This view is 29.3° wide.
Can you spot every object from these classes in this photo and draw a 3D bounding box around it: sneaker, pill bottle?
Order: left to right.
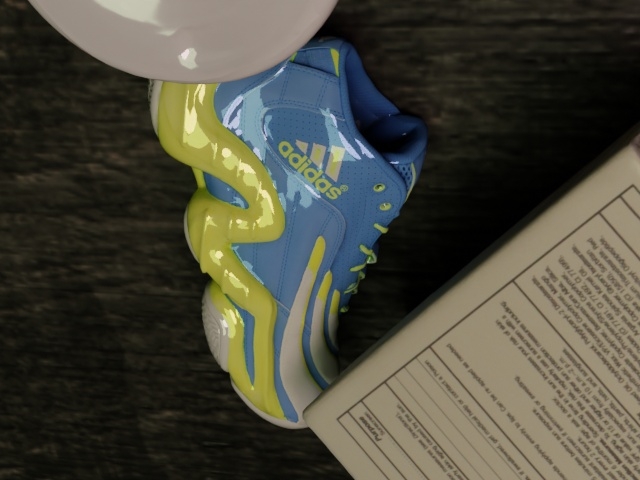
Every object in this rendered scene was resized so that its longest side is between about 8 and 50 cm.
[{"bbox_3d":[-0.024,-0.155,0.438,0.119,0.208,0.119,9,129,11],"label":"pill bottle"},{"bbox_3d":[0.000,0.000,0.628,0.126,0.091,0.240,-5,124,20],"label":"sneaker"}]

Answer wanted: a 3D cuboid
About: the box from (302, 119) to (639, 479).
[{"bbox_3d":[0.131,0.057,0.584,0.148,0.127,0.232,49,128,3],"label":"box"}]
